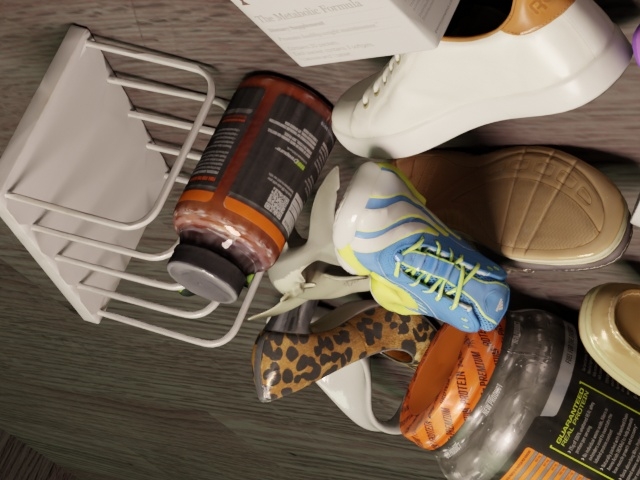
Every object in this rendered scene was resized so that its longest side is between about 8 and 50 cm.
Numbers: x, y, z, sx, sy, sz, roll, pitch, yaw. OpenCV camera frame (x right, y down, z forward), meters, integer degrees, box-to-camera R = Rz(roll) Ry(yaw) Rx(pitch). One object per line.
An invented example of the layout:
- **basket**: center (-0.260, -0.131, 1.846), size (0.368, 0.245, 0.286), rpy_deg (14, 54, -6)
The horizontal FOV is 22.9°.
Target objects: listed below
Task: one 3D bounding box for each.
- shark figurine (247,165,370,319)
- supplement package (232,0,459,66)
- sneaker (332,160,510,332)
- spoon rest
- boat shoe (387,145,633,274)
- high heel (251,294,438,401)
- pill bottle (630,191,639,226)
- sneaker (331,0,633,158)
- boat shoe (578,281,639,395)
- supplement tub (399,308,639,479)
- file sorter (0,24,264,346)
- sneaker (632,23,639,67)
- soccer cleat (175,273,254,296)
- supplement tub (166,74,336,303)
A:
- **shark figurine**: center (-0.020, 0.002, 1.559), size (0.166, 0.116, 0.278), rpy_deg (-18, 170, 5)
- **supplement package**: center (-0.021, -0.239, 0.997), size (0.139, 0.134, 0.244), rpy_deg (-1, 147, 49)
- **sneaker**: center (0.093, 0.010, 1.279), size (0.126, 0.091, 0.240), rpy_deg (20, 170, 20)
- **spoon rest**: center (0.039, 0.166, 1.963), size (0.137, 0.084, 0.276), rpy_deg (1, 149, 47)
- **boat shoe**: center (0.163, -0.019, 1.372), size (0.285, 0.103, 0.092), rpy_deg (7, 158, 47)
- **high heel**: center (0.036, 0.144, 1.769), size (0.261, 0.186, 0.093), rpy_deg (38, 156, -30)
- **pill bottle**: center (0.339, -0.014, 1.151), size (0.208, 0.118, 0.117), rpy_deg (22, 159, 8)
- **sneaker**: center (0.092, -0.145, 1.170), size (0.123, 0.106, 0.290), rpy_deg (49, 146, -21)
- **boat shoe**: center (0.368, 0.106, 1.447), size (0.285, 0.105, 0.089), rpy_deg (22, 157, -20)
- **supplement tub**: center (0.266, 0.206, 1.630), size (0.338, 0.207, 0.207), rpy_deg (29, 159, -9)
- **file sorter**: center (-0.168, -0.042, 1.556), size (0.173, 0.193, 0.278), rpy_deg (14, 157, 21)
- **sneaker**: center (0.262, -0.129, 0.994), size (0.161, 0.102, 0.282), rpy_deg (17, 158, 28)
- **soccer cleat**: center (-0.121, 0.039, 1.878), size (0.072, 0.060, 0.179), rpy_deg (29, 156, -13)
- **supplement tub**: center (-0.066, -0.044, 1.421), size (0.106, 0.198, 0.106), rpy_deg (23, 159, 9)
